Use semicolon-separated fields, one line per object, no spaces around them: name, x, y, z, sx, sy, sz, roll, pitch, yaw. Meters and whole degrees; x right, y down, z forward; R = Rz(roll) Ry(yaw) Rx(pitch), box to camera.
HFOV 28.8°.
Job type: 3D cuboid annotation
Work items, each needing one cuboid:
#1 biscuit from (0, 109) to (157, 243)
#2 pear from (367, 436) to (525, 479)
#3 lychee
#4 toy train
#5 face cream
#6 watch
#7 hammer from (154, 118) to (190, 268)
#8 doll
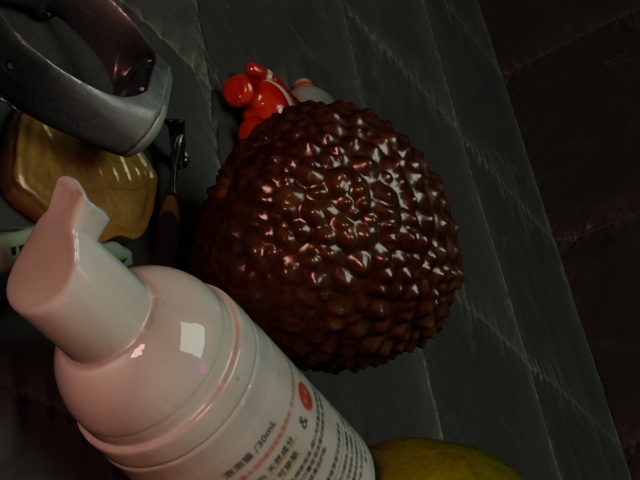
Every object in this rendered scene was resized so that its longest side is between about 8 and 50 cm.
biscuit;-0.197;-0.062;1.037;0.221;0.029;0.141;-3;69;-68
pear;0.096;0.306;1.044;0.269;0.269;0.321;53;6;-30
lychee;0.014;0.005;1.146;0.267;0.268;0.267;51;25;-34
toy train;-0.202;0.012;0.896;0.234;0.052;0.051;-22;107;-70
face cream;-0.103;0.103;0.891;0.369;0.145;0.145;51;25;-41
watch;-0.209;-0.162;1.022;0.193;0.068;0.206;39;22;-20
hammer;-0.136;-0.032;1.133;0.078;0.021;0.201;93;-3;-50
doll;-0.029;-0.143;1.484;0.245;0.076;0.142;0;68;-64
